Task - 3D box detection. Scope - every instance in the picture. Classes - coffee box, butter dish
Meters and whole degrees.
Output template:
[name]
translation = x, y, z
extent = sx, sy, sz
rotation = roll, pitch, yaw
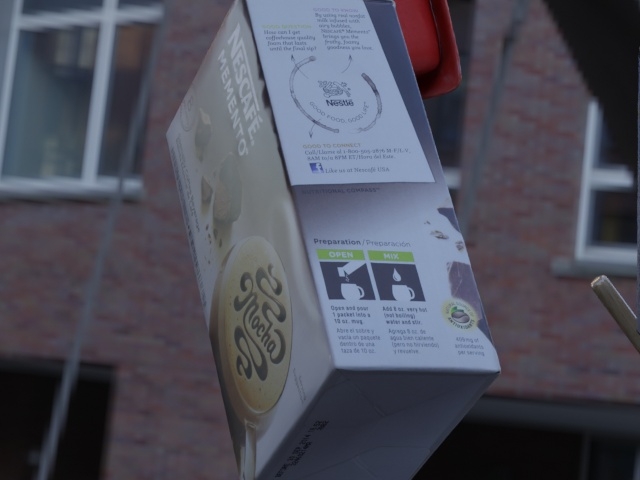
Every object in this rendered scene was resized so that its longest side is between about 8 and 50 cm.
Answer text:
[coffee box]
translation = 0.000, 0.000, 1.262
extent = 0.118, 0.297, 0.168
rotation = 2, -35, -25
[butter dish]
translation = 0.017, -0.183, 1.590
extent = 0.159, 0.160, 0.118
rotation = -8, 7, 38

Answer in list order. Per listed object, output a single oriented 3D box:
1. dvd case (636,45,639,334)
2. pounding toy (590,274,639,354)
[dvd case]
translation = 0.233, 0.020, 0.943
extent = 0.180, 0.022, 0.253
rotation = 34, -23, 27
[pounding toy]
translation = 0.277, 0.048, 1.291
extent = 0.154, 0.270, 0.154
rotation = -3, 29, -9
